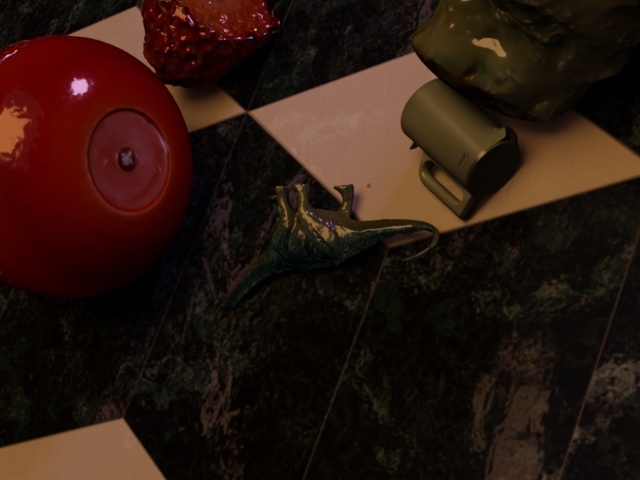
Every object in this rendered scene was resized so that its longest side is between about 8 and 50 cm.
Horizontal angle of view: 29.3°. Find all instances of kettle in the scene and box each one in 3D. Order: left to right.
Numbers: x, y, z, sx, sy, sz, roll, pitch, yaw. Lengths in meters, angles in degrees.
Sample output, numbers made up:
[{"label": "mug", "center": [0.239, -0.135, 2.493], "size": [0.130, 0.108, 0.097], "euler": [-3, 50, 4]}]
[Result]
[{"label": "kettle", "center": [0.177, -0.126, 1.608], "size": [0.127, 0.098, 0.148], "euler": [-42, 56, 2]}]

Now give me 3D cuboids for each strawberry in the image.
[{"label": "strawberry", "center": [-0.189, -0.326, 1.915], "size": [0.178, 0.234, 0.234], "euler": [-56, 45, 35]}]

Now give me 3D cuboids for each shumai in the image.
[{"label": "shumai", "center": [0.275, -0.316, 1.511], "size": [0.324, 0.397, 0.323], "euler": [-112, 32, -42]}]

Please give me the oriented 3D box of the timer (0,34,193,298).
[{"label": "timer", "center": [-0.359, -0.105, 1.760], "size": [0.279, 0.378, 0.378], "euler": [1, 69, 42]}]

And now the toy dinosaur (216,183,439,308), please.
[{"label": "toy dinosaur", "center": [-0.006, -0.010, 1.686], "size": [0.363, 0.076, 0.147], "euler": [-15, 80, 28]}]
